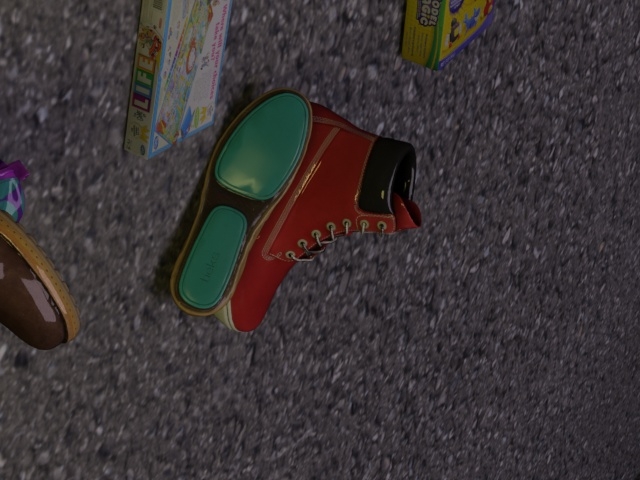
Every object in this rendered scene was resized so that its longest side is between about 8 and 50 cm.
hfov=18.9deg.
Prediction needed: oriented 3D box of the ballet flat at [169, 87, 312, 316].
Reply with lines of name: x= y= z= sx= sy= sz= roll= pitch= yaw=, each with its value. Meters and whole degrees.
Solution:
ballet flat: x=-0.081 y=-0.038 z=1.806 sx=0.232 sy=0.080 sz=0.073 roll=-62 pitch=-175 yaw=-3

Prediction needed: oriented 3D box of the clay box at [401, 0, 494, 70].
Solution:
clay box: x=0.146 y=-0.306 z=2.039 sx=0.127 sy=0.053 sz=0.222 roll=-44 pitch=149 yaw=-43

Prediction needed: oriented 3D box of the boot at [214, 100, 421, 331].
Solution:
boot: x=0.000 y=0.000 z=1.860 sx=0.088 sy=0.176 sz=0.244 roll=-14 pitch=126 yaw=-64

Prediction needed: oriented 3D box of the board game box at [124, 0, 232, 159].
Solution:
board game box: x=-0.119 y=-0.156 z=1.638 sx=0.103 sy=0.026 sz=0.154 roll=-33 pitch=141 yaw=-52

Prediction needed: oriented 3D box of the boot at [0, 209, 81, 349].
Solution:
boot: x=-0.298 y=0.041 z=1.237 sx=0.207 sy=0.248 sz=0.090 roll=-52 pitch=-161 yaw=-21

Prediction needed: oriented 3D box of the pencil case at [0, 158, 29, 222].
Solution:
pencil case: x=-0.277 y=-0.024 z=1.372 sx=0.070 sy=0.064 sz=0.152 roll=-46 pitch=167 yaw=26
